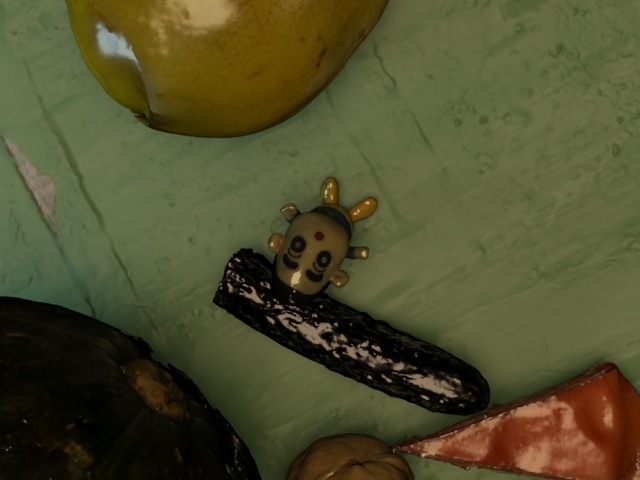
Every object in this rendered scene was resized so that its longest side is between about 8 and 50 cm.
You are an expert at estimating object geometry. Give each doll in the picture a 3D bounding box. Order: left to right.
[{"bbox_3d":[0.000,0.000,1.734,0.102,0.179,0.089,27,139,0],"label":"doll"}]

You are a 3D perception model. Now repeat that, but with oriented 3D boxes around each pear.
[{"bbox_3d":[-0.081,-0.252,1.664,0.336,0.285,0.285,-39,91,7],"label":"pear"}]

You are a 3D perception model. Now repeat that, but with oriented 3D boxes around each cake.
[{"bbox_3d":[0.213,0.194,1.770,0.287,0.098,0.135,-1,95,-2],"label":"cake"}]

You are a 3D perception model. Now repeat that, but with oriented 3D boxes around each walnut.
[{"bbox_3d":[0.030,0.274,1.748,0.149,0.166,0.166,-21,93,-23],"label":"walnut"}]

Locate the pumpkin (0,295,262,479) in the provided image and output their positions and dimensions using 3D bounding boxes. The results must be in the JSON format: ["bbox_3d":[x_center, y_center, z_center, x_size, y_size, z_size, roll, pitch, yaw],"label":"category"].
[{"bbox_3d":[-0.253,0.249,1.613,0.454,0.454,0.344,33,105,0],"label":"pumpkin"}]

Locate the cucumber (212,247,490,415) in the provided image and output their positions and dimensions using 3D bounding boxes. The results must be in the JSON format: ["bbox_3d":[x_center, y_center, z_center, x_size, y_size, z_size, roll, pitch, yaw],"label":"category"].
[{"bbox_3d":[0.034,0.106,1.770,0.303,0.081,0.072,28,51,5],"label":"cucumber"}]
